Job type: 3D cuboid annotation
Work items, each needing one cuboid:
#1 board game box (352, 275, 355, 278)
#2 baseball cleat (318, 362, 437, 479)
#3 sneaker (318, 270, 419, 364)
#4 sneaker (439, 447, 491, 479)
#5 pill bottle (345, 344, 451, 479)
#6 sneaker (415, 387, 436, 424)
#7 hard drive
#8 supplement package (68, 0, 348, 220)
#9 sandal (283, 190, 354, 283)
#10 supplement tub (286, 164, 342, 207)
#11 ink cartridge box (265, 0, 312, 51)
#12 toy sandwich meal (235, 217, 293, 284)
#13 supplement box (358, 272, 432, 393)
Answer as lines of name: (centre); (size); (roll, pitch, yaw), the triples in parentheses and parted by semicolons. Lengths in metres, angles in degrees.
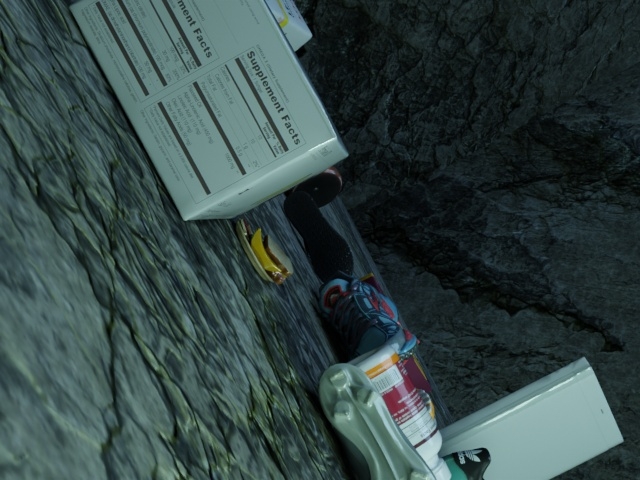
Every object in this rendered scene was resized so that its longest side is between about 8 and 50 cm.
board game box: (0.041, 0.063, 1.852); (0.126, 0.026, 0.186); (60, 4, -17)
baseball cleat: (0.063, 0.210, 0.907); (0.109, 0.072, 0.206); (69, -2, -72)
sneaker: (0.043, 0.114, 1.288); (0.125, 0.104, 0.262); (42, 5, -14)
sneaker: (0.238, 0.412, 1.297); (0.302, 0.121, 0.108); (60, 5, -17)
pill bottle: (0.072, 0.193, 1.013); (0.152, 0.086, 0.086); (62, 4, 2)
sneaker: (0.108, 0.232, 1.215); (0.215, 0.084, 0.083); (-104, 170, -77)
hard drive: (0.326, 0.331, 1.580); (0.203, 0.308, 0.040); (58, 6, -35)
supplement package: (-0.086, -0.139, 0.902); (0.204, 0.145, 0.262); (61, 5, 0)
sandal: (0.000, 0.000, 1.561); (0.179, 0.067, 0.040); (60, -8, 18)
supplement tub: (-0.039, -0.158, 1.815); (0.106, 0.106, 0.198); (55, 8, -53)
ink cartridge box: (-0.159, -0.400, 1.486); (0.226, 0.131, 0.306); (61, 17, 10)
toy sandwich meal: (-0.059, 0.009, 1.022); (0.085, 0.029, 0.085); (61, 4, -8)
supplement box: (0.089, 0.154, 1.472); (0.104, 0.081, 0.188); (58, 6, -39)
